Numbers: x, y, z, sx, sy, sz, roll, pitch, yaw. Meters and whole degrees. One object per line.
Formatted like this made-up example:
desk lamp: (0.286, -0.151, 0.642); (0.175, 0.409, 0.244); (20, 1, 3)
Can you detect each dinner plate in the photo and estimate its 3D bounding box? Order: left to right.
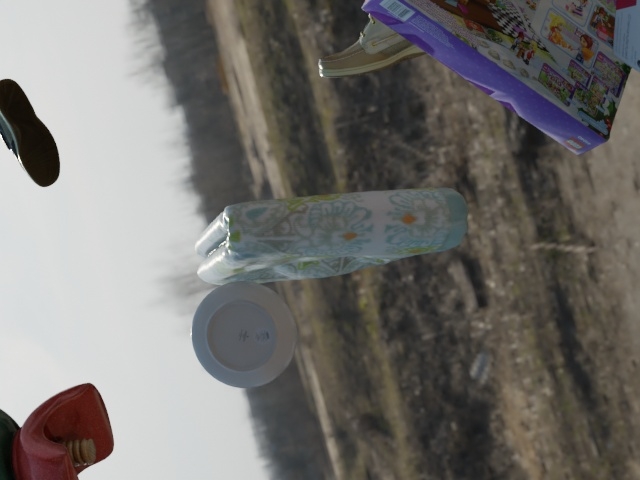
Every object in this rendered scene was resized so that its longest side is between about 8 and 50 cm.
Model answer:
dinner plate: (-0.101, 0.123, 1.522); (0.017, 0.141, 0.141); (-35, -70, -81)

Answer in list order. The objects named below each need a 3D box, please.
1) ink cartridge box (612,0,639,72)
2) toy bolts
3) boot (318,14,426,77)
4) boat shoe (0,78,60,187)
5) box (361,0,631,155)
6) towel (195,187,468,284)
ink cartridge box: (0.354, -0.204, 1.132); (0.150, 0.063, 0.109); (-129, 26, -48)
toy bolts: (-0.226, 0.233, 0.846); (0.218, 0.158, 0.228); (-83, -18, -64)
boot: (0.079, -0.331, 1.672); (0.077, 0.213, 0.165); (-100, -9, -71)
boat shoe: (-0.390, -0.142, 1.539); (0.049, 0.056, 0.152); (10, 125, 53)
box: (0.207, -0.251, 1.249); (0.057, 0.293, 0.201); (-28, 34, 61)
towel: (0.000, 0.000, 1.653); (0.374, 0.320, 0.090); (149, 114, -74)
